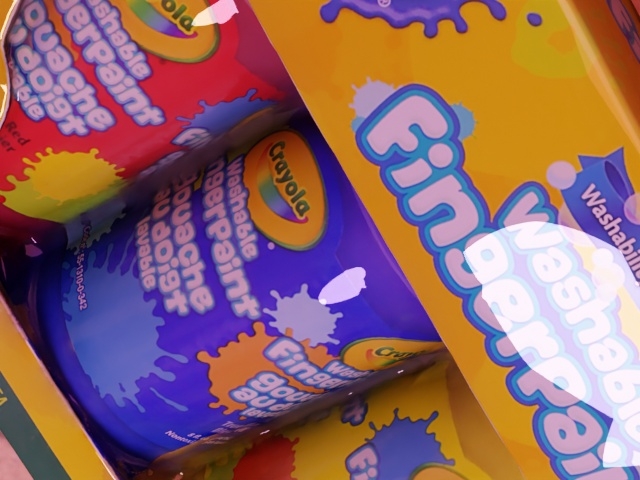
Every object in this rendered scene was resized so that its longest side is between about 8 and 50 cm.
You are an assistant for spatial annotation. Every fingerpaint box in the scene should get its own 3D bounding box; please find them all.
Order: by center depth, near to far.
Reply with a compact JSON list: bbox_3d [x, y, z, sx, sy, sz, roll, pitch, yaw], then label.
[{"bbox_3d":[0.000,0.000,0.655,0.371,0.163,0.444,-25,101,25],"label":"fingerpaint box"}]
